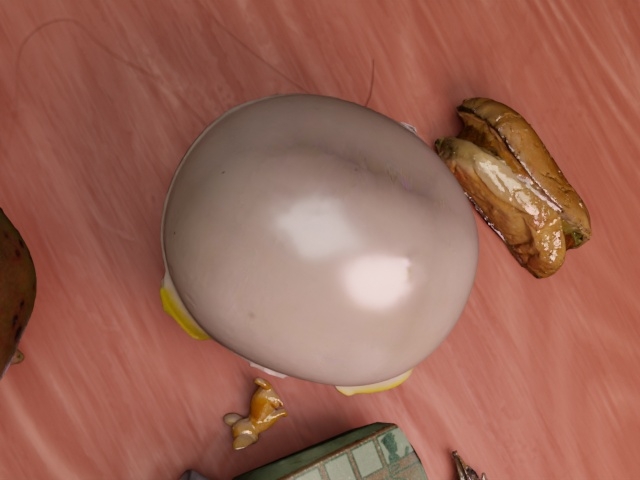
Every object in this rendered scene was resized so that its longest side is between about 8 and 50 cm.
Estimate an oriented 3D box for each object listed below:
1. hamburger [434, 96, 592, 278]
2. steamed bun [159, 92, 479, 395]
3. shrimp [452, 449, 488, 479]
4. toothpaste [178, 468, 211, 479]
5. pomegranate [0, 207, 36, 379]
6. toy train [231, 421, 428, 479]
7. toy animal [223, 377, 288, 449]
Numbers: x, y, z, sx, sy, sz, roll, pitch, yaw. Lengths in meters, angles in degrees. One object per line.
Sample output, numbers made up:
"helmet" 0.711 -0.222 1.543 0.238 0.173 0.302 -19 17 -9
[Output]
"hamburger" 0.270 -0.077 1.273 0.124 0.131 0.262 -44 99 -11
"steamed bun" 0.001 0.001 1.124 0.374 0.334 0.334 24 82 -9
"shrimp" 0.184 0.391 1.267 0.126 0.047 0.223 -12 90 -1
"toothpaste" -0.066 0.382 1.214 0.282 0.068 0.099 37 108 -13
"pomegranate" -0.442 0.057 1.036 0.291 0.323 0.291 0 91 0
"toy train" -0.015 0.331 1.146 0.326 0.129 0.159 -19 84 -31
"toy animal" -0.088 0.222 1.219 0.083 0.060 0.081 -33 132 -12
